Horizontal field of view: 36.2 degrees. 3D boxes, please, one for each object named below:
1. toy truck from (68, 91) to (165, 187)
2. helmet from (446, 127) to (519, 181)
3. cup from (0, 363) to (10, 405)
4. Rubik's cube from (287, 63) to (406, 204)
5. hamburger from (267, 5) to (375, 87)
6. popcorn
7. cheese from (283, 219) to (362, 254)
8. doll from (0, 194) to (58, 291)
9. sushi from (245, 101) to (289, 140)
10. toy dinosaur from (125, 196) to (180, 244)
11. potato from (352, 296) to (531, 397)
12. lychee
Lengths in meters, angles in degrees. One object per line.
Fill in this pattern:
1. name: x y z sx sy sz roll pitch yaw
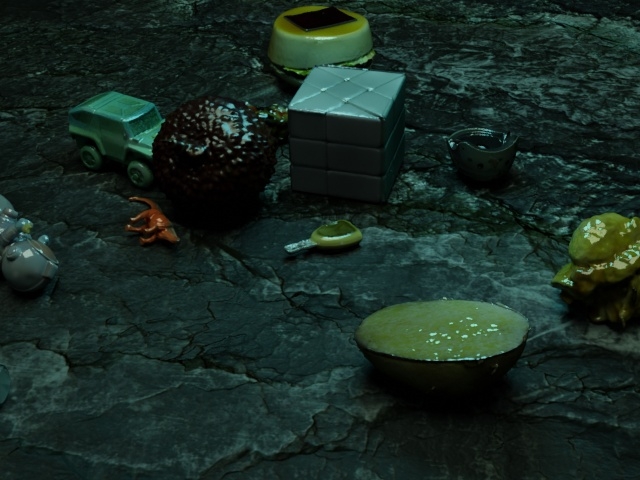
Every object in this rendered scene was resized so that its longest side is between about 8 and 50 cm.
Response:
1. toy truck: -0.442 -0.238 2.258 0.279 0.156 0.155 19 39 27
2. helmet: 0.370 -0.192 2.237 0.153 0.107 0.177 -9 17 -8
3. cup: -0.582 0.237 1.655 0.116 0.074 0.104 3 11 13
4. Rubik's cube: 0.063 -0.241 2.197 0.222 0.224 0.231 8 37 14
5. hamburger: 0.000 -0.511 2.633 0.300 0.176 0.300 -1 35 1
6. popcorn: 0.553 0.043 1.821 0.254 0.190 0.191 -20 32 -20
7. cheese: 0.000 0.001 2.014 0.163 0.036 0.086 -17 37 -24
8. doll: -0.622 0.007 1.929 0.287 0.150 0.151 34 46 30
9. sushi: -0.140 -0.282 2.375 0.226 0.097 0.103 5 38 -19
10. toy dinosaur: -0.359 -0.039 2.061 0.102 0.055 0.280 -13 34 -34
11. potato: 0.212 0.189 1.675 0.299 0.115 0.239 2 27 22
12. lychee: -0.228 -0.178 2.078 0.264 0.264 0.300 22 9 28
